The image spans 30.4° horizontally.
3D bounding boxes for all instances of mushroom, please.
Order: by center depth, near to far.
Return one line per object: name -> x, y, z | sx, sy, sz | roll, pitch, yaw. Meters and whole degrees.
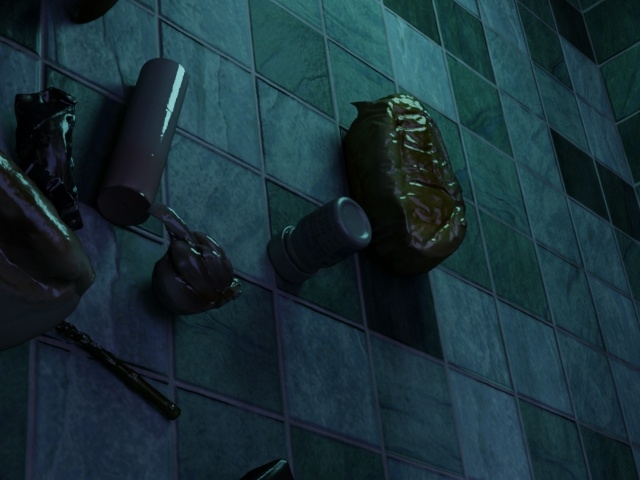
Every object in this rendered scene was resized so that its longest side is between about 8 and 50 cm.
mushroom -> -0.482, -0.025, 1.473 | 0.397, 0.224, 0.313 | 24, 32, -52

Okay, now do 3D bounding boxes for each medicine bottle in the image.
medicine bottle -> 0.000, 0.000, 2.107 | 0.105, 0.168, 0.105 | 34, 41, -35

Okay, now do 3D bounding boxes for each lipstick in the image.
lipstick -> -0.286, -0.167, 1.926 | 0.087, 0.087, 0.327 | 39, 38, -29

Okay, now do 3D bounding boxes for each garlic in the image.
garlic -> -0.215, 0.032, 1.820 | 0.194, 0.127, 0.131 | 57, 14, -22

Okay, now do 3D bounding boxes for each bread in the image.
bread -> 0.173, -0.111, 2.453 | 0.236, 0.183, 0.388 | 11, 61, -31

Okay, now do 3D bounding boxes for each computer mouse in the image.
computer mouse -> -0.362, -0.437, 2.032 | 0.045, 0.102, 0.199 | 38, 34, -5

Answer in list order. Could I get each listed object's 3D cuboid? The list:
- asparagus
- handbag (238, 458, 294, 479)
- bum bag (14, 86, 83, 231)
asparagus -> -0.293, 0.183, 1.698 | 0.248, 0.025, 0.024 | 43, 78, -24
handbag -> -0.084, 0.478, 1.675 | 0.257, 0.113, 0.285 | 64, 32, -6
bum bag -> -0.405, -0.123, 1.746 | 0.102, 0.069, 0.248 | 4, 61, -25
